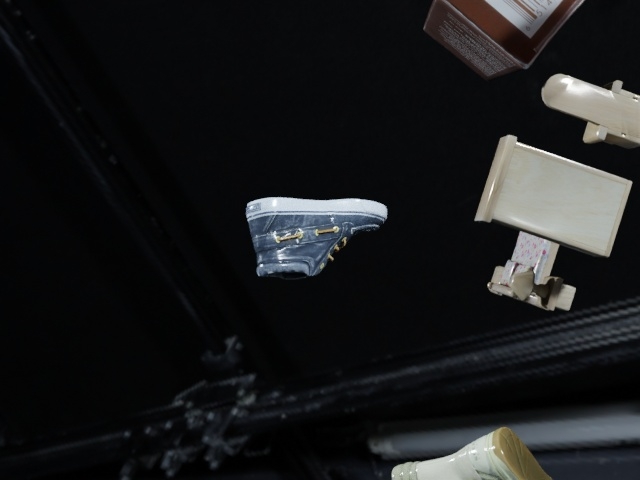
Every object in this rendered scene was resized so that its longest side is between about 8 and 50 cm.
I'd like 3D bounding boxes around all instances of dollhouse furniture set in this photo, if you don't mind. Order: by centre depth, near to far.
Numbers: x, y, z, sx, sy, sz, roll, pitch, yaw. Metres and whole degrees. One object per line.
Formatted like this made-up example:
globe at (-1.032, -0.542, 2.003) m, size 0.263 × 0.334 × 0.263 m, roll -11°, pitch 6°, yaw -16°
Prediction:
dollhouse furniture set at (0.291, -0.071, 1.313) m, size 0.173 × 0.355 × 0.303 m, roll 19°, pitch -91°, yaw -5°

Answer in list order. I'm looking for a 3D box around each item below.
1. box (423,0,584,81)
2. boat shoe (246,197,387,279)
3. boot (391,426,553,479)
box at (0.243, -0.317, 1.137) m, size 0.143 × 0.381 × 0.191 m, roll 39°, pitch -80°, yaw -3°
boat shoe at (0.000, 0.000, 0.991) m, size 0.065 × 0.183 × 0.083 m, roll -15°, pitch -102°, yaw 52°
boot at (0.200, 0.326, 1.070) m, size 0.165 × 0.077 × 0.213 m, roll -27°, pitch -71°, yaw 29°
